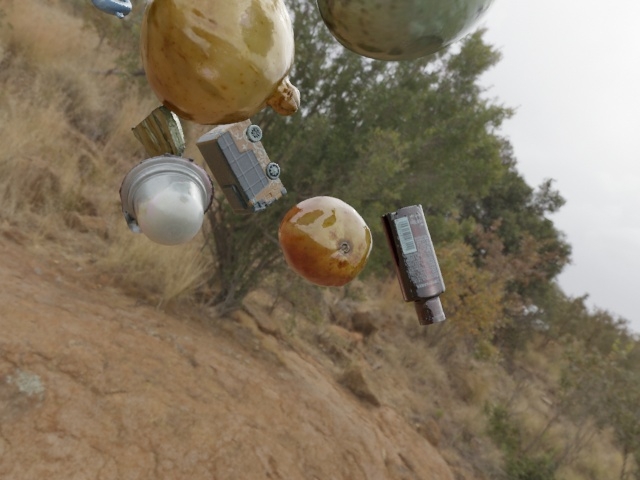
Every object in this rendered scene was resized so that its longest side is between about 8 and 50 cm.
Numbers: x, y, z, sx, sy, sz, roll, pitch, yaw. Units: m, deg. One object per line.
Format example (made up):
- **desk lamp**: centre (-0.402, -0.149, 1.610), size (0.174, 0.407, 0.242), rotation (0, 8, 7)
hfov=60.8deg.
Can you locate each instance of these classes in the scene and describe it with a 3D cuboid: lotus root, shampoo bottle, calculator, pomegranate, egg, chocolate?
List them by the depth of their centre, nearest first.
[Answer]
- **egg**: centre (0.169, -0.523, 1.024), size (0.345, 0.428, 0.345), rotation (42, -16, 16)
- **chocolate**: centre (-0.329, -0.062, 1.162), size (0.221, 0.221, 0.147), rotation (28, 30, -31)
- **calculator**: centre (-0.492, -0.579, 1.193), size (0.210, 0.039, 0.121), rotation (59, 21, -5)
- **pomegranate**: centre (-0.215, -0.440, 1.291), size (0.410, 0.410, 0.410), rotation (31, 5, -3)
- **lotus root**: centre (-0.399, -0.265, 1.403), size (0.070, 0.143, 0.144), rotation (-41, 113, -48)
- **pomegranate**: centre (0.000, 0.000, 1.491), size (0.252, 0.229, 0.270), rotation (42, -14, -32)
- **shampoo bottle**: centre (0.265, 0.070, 1.510), size (0.084, 0.129, 0.322), rotation (153, -79, -71)

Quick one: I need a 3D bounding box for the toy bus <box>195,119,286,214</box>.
- **toy bus**: centre (-0.236, -0.220, 1.651), size (0.139, 0.167, 0.275), rotation (3, -53, 49)
